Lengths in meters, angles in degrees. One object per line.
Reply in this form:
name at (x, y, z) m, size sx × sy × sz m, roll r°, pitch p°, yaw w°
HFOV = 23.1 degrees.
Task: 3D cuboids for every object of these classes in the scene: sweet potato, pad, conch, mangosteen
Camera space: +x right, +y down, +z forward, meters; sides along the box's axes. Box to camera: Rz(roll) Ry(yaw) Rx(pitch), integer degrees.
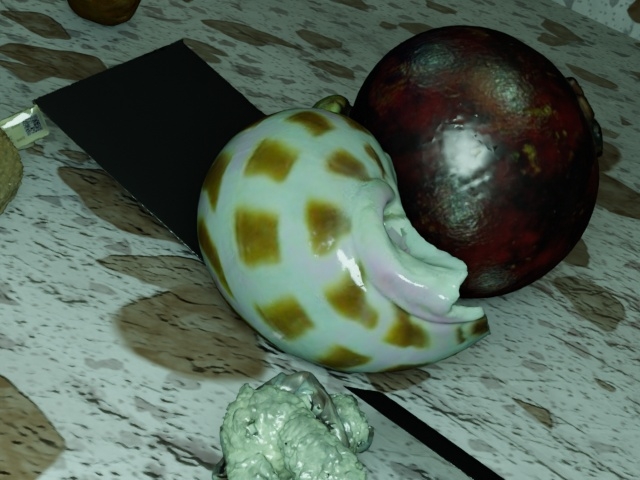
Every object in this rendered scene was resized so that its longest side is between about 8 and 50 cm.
sweet potato at (-0.296, -0.348, 2.143) m, size 0.112 × 0.112 × 0.359 m, roll 18°, pitch 4°, yaw -1°
pad at (0.136, 0.191, 1.199) m, size 0.265 × 0.009 × 0.159 m, roll 34°, pitch 1°, yaw 16°
conch at (0.000, 0.000, 1.429) m, size 0.249 × 0.197 × 0.368 m, roll 44°, pitch 10°, yaw -29°
pad at (-0.136, -0.106, 1.703) m, size 0.247 × 0.007 × 0.367 m, roll 43°, pitch 26°, yaw 3°
mangosteen at (0.138, -0.080, 1.621) m, size 0.311 × 0.311 × 0.311 m, roll 15°, pitch 22°, yaw -6°

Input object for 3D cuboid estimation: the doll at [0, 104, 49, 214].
doll at (-0.338, -0.066, 1.436) m, size 0.115 × 0.105 × 0.221 m, roll 59°, pitch 29°, yaw 0°

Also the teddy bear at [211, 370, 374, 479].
teddy bear at (-0.026, 0.148, 1.128) m, size 0.111 × 0.133 × 0.213 m, roll 53°, pitch 11°, yaw -3°

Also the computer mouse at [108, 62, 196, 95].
computer mouse at (-0.195, -0.174, 1.855) m, size 0.128 × 0.079 × 0.231 m, roll 17°, pitch 18°, yaw -12°
